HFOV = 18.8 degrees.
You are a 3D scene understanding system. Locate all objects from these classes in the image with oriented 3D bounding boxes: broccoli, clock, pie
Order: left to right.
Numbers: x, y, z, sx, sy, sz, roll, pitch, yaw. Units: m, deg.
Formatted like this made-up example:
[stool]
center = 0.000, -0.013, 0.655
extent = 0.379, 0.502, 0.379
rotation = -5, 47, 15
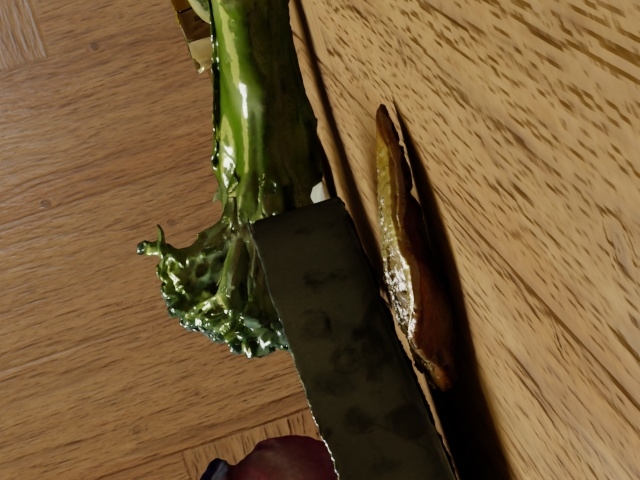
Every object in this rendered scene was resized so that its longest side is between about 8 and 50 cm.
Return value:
[broccoli]
center = -0.039, -0.062, 1.384
extent = 0.165, 0.145, 0.304
rotation = -33, -59, -55
[clock]
center = 0.041, 0.119, 1.197
extent = 0.312, 0.061, 0.312
rotation = -22, -90, -88
[pie]
center = 0.051, 0.019, 1.045
extent = 0.092, 0.034, 0.170
rotation = -96, -6, -51

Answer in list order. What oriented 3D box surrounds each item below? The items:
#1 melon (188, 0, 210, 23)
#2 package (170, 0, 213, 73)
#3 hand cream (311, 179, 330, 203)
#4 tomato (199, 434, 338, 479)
[melon]
center = -0.076, -0.220, 1.486
extent = 0.128, 0.079, 0.160
rotation = 53, -176, -28
[package]
center = -0.104, -0.220, 1.833
extent = 0.047, 0.071, 0.131
rotation = 71, 176, -49
[hand cream]
center = 0.000, 0.000, 1.636
extent = 0.234, 0.050, 0.080
rotation = 82, 170, -46
[tomato]
center = 0.014, 0.321, 1.423
extent = 0.290, 0.335, 0.176
rotation = 27, 180, -43
